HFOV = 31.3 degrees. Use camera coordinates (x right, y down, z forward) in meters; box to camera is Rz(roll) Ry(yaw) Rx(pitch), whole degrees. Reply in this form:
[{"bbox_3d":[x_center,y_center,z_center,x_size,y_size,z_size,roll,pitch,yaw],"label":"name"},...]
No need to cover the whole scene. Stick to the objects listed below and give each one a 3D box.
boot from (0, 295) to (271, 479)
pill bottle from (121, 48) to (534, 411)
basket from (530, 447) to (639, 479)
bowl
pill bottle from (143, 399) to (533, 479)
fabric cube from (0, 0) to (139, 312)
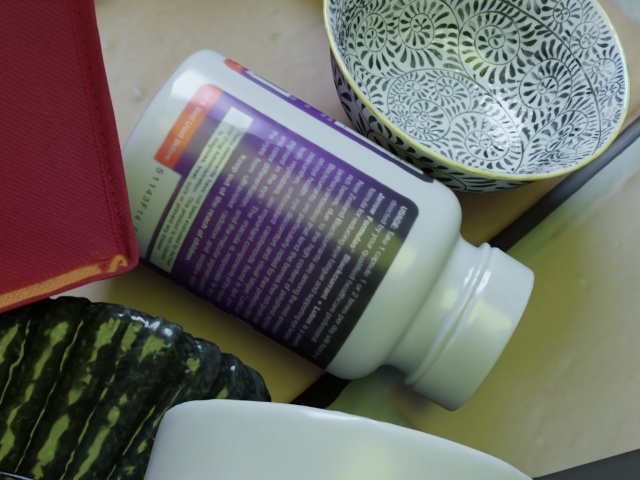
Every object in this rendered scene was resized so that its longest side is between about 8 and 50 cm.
[{"bbox_3d":[-0.190,0.127,0.414,0.348,0.131,0.260,21,68,-31],"label":"boot"},{"bbox_3d":[0.000,0.000,0.552,0.193,0.108,0.108,30,64,1],"label":"pill bottle"},{"bbox_3d":[0.161,0.152,0.461,0.204,0.227,0.154,11,66,-9],"label":"basket"},{"bbox_3d":[0.072,-0.084,0.614,0.170,0.080,0.170,8,58,-13],"label":"bowl"},{"bbox_3d":[-0.021,0.217,0.325,0.176,0.176,0.319,15,69,-7],"label":"pill bottle"},{"bbox_3d":[-0.242,-0.115,0.412,0.259,0.254,0.258,-18,44,-19],"label":"fabric cube"}]
